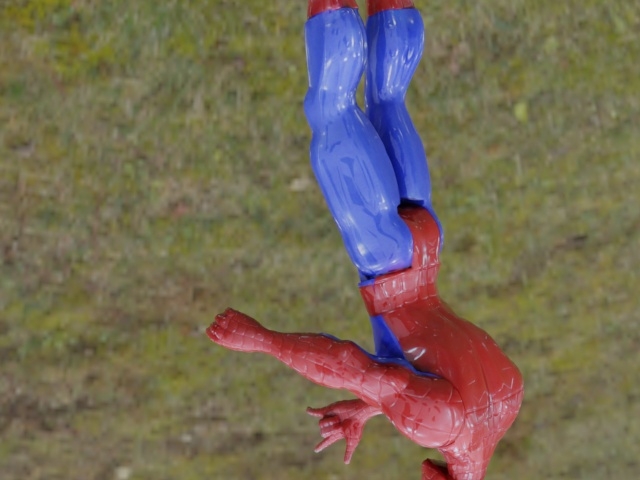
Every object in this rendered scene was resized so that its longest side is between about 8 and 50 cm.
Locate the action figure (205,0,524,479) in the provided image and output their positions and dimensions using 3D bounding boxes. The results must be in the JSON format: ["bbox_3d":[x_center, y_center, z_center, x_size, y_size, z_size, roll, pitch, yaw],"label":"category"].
[{"bbox_3d":[0.000,0.000,0.681,0.139,0.280,0.091,-21,174,35],"label":"action figure"}]
